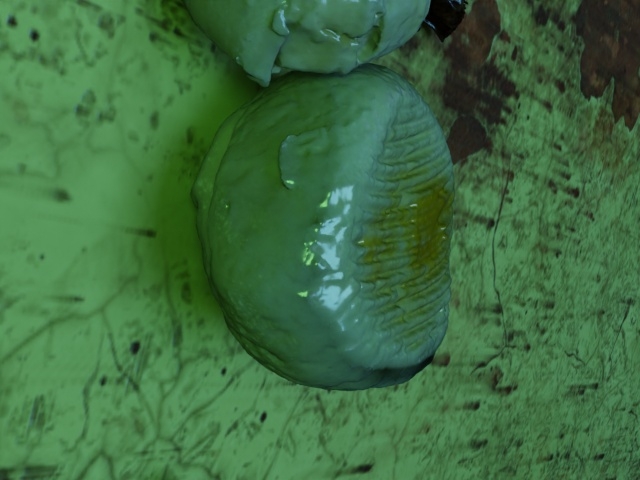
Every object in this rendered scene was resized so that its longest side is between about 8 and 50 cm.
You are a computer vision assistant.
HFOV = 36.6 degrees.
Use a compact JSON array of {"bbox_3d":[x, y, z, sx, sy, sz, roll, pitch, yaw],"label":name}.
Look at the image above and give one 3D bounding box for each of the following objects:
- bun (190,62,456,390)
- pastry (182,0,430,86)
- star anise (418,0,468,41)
[{"bbox_3d":[0.000,0.000,0.667,0.244,0.153,0.244,14,74,-62],"label":"bun"},{"bbox_3d":[-0.009,-0.176,0.591,0.166,0.166,0.088,-46,174,-34],"label":"pastry"},{"bbox_3d":[0.106,-0.208,0.739,0.140,0.144,0.158,-42,133,-48],"label":"star anise"}]
